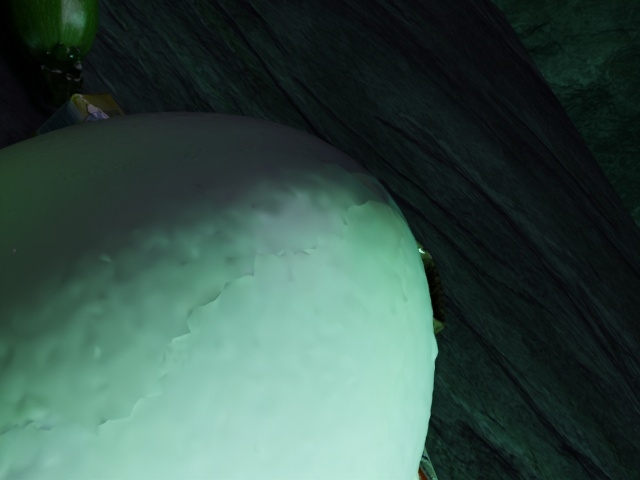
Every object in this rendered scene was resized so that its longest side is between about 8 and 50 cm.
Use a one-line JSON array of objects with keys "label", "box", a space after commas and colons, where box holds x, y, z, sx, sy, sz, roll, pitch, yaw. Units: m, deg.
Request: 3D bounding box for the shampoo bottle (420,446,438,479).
[{"label": "shampoo bottle", "box": [0.085, 0.209, 1.627, 0.049, 0.034, 0.141, 30, 25, -31]}]

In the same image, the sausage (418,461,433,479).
[{"label": "sausage", "box": [0.055, 0.208, 1.491, 0.274, 0.074, 0.074, 57, 19, 20]}]

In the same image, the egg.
[{"label": "egg", "box": [-0.090, 0.085, 0.952, 0.354, 0.340, 0.354, 42, 18, -17]}]

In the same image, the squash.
[{"label": "squash", "box": [-0.274, -0.282, 1.623, 0.101, 0.101, 0.379, 30, 35, -48]}]

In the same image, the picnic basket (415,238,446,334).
[{"label": "picnic basket", "box": [0.089, 0.044, 1.940, 0.110, 0.055, 0.193, 43, 19, -17]}]

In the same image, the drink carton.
[{"label": "drink carton", "box": [-0.161, -0.035, 1.465, 0.200, 0.074, 0.084, 51, 18, 8]}]
